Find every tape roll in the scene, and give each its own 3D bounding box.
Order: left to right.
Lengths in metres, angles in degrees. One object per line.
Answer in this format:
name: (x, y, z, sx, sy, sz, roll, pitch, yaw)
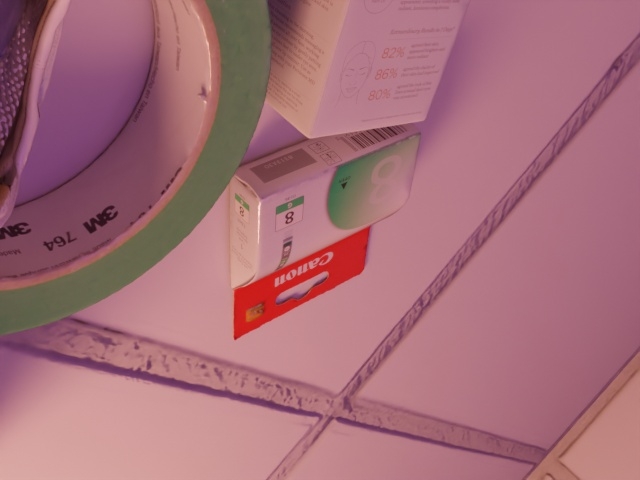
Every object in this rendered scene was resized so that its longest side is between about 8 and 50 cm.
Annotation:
tape roll: (-0.180, -0.086, 0.514, 0.321, 0.077, 0.321, -29, 143, -25)

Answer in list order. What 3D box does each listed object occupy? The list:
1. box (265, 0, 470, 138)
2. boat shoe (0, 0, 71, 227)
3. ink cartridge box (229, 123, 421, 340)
box: (0.034, -0.177, 0.640, 0.130, 0.091, 0.170, -14, 135, -39)
boat shoe: (-0.192, -0.029, 0.402, 0.098, 0.096, 0.277, 1, 125, -48)
ink cartridge box: (0.000, 0.000, 0.825, 0.181, 0.056, 0.224, -25, 139, -28)
